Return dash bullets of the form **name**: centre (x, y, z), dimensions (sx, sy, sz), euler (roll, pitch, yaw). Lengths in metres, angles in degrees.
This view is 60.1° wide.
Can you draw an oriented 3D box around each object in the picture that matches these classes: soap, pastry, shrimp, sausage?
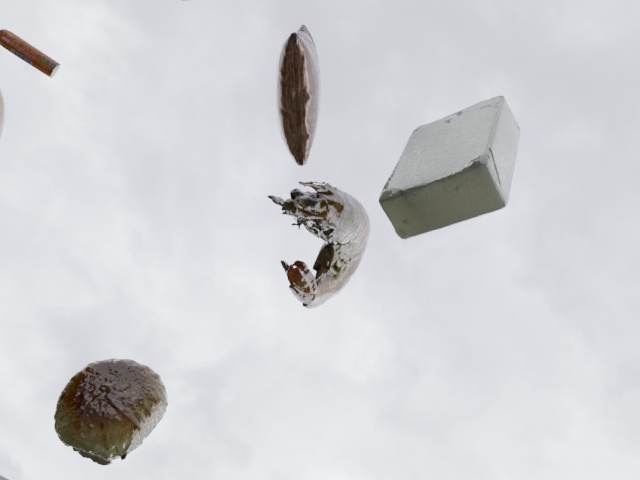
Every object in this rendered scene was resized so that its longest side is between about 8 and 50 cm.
- **soap**: centre (0.145, -0.084, 0.606), dimensions (0.121, 0.183, 0.064), euler (-18, -66, 34)
- **pastry**: centre (-0.383, 0.300, 1.012), dimensions (0.182, 0.192, 0.093), euler (19, -51, 15)
- **shrimp**: centre (0.000, 0.000, 0.650), dimensions (0.068, 0.249, 0.150), euler (19, -103, 26)
- **sausage**: centre (-0.485, -0.311, 0.907), dimensions (0.107, 0.031, 0.031), euler (34, -73, -24)

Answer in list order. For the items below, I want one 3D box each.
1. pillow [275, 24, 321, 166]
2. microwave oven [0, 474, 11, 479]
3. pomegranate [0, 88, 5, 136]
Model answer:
- **pillow**: centre (-0.040, -0.274, 1.014), dimensions (0.084, 0.236, 0.223), euler (0, -64, -3)
- **microwave oven**: centre (-0.333, 0.377, 0.297), dimensions (0.374, 0.432, 0.236), euler (-9, -43, 11)
- **pomegranate**: centre (-0.821, -0.262, 1.023), dimensions (0.416, 0.416, 0.417), euler (2, -80, 12)
